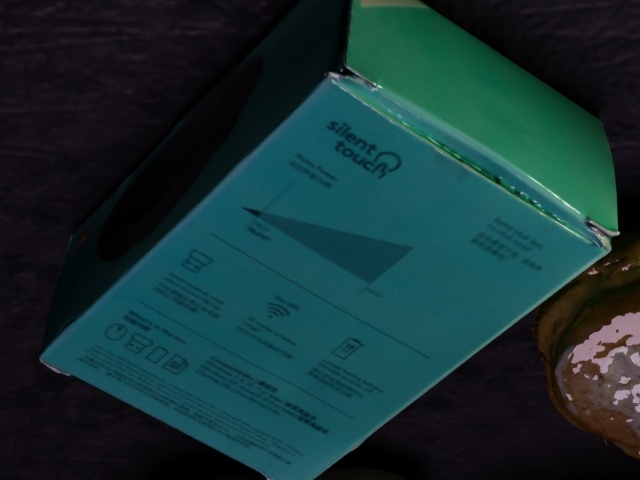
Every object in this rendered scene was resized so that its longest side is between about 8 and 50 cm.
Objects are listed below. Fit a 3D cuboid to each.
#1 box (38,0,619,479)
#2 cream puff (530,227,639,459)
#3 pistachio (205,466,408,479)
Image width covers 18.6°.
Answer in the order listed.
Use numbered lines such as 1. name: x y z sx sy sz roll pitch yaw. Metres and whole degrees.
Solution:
1. box: 0.000 0.000 1.168 0.205 0.118 0.311 28 131 -24
2. cream puff: 0.209 0.059 1.208 0.150 0.115 0.165 -34 114 24
3. pistachio: -0.031 0.230 1.392 0.238 0.153 0.138 -10 91 11
